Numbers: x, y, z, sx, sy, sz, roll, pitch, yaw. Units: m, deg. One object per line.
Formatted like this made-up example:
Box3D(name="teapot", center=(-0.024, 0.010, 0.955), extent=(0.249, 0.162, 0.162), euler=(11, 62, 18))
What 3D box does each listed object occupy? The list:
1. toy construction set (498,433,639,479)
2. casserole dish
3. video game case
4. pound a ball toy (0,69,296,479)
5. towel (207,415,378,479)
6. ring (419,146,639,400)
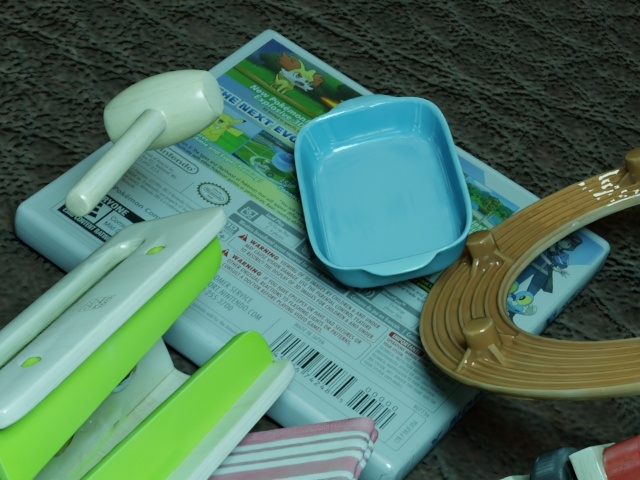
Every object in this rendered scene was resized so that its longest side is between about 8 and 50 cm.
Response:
Box3D(name="toy construction set", center=(0.157, 0.259, 1.052), extent=(0.309, 0.257, 0.237), euler=(-6, 59, 6))
Box3D(name="casserole dish", center=(0.045, -0.031, 1.329), extent=(0.114, 0.037, 0.188), euler=(-13, 43, 1))
Box3D(name="video game case", center=(0.000, 0.000, 1.362), extent=(0.329, 0.036, 0.300), euler=(34, 47, 18))
Box3D(name="pound a ball toy", center=(-0.147, 0.052, 1.132), extent=(0.136, 0.208, 0.319), euler=(-13, 19, 30))
Box3D(name="towel", center=(-0.050, 0.164, 1.104), extent=(0.144, 0.029, 0.197), euler=(-10, 19, 17))
Box3D(name="ring", center=(0.222, 0.004, 1.231), extent=(0.337, 0.032, 0.336), euler=(-18, 22, 8))
